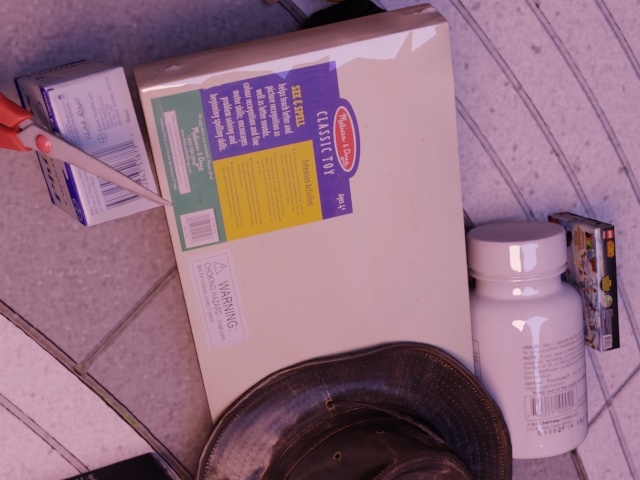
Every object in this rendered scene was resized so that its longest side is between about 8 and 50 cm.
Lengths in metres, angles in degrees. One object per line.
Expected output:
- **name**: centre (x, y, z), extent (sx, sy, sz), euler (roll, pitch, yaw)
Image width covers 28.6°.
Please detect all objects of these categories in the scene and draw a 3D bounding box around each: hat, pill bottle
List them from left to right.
- **hat**: centre (0.050, 0.263, 1.194), extent (0.331, 0.134, 0.331), euler (-4, 107, -14)
- **pill bottle**: centre (0.211, 0.101, 1.317), extent (0.131, 0.131, 0.229), euler (-10, 104, -20)

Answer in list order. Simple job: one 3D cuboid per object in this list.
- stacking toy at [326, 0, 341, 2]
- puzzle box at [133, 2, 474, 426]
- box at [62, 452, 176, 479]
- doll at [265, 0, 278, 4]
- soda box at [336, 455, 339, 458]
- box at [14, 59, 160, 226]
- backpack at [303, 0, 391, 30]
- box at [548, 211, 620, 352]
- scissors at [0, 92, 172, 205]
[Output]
- **stacking toy**: centre (0.087, -0.354, 1.184), extent (0.175, 0.166, 0.302), euler (28, 101, -38)
- **puzzle box**: centre (0.000, 0.000, 1.164), extent (0.272, 0.052, 0.409), euler (-13, 123, -8)
- **box**: centre (-0.226, 0.313, 1.191), extent (0.207, 0.108, 0.153), euler (-16, 105, -19)
- **doll**: centre (-0.109, -0.288, 1.157), extent (0.189, 0.046, 0.129), euler (28, 88, -25)
- **soda box**: centre (0.002, 0.275, 1.302), extent (0.058, 0.061, 0.181), euler (24, 90, -25)
- **box**: centre (-0.206, -0.088, 1.104), extent (0.072, 0.137, 0.126), euler (-19, 107, -19)
- **backpack**: centre (0.046, -0.130, 1.211), extent (0.115, 0.152, 0.182), euler (-19, 118, -11)
- **box**: centre (0.285, 0.043, 1.358), extent (0.027, 0.094, 0.137), euler (-11, 104, -20)
- **scissors**: centre (-0.239, -0.094, 1.028), extent (0.021, 0.297, 0.109), euler (-31, 124, -44)
